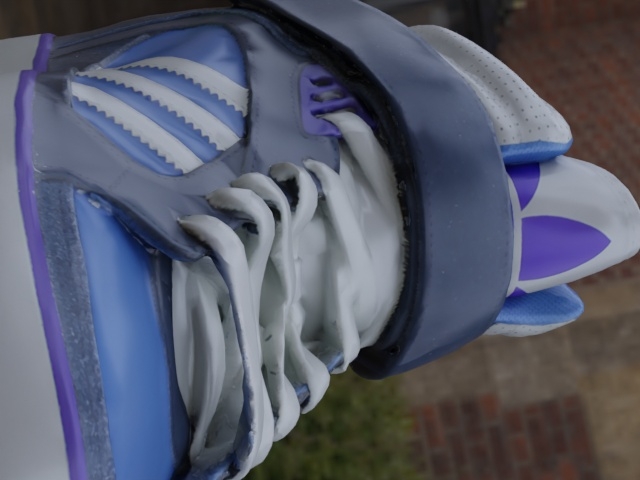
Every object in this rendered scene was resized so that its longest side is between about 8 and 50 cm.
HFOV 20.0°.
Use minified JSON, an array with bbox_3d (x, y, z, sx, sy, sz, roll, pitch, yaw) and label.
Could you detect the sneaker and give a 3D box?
[{"bbox_3d":[0.000,0.000,0.580,0.323,0.236,0.130,-108,-163,-68],"label":"sneaker"}]
